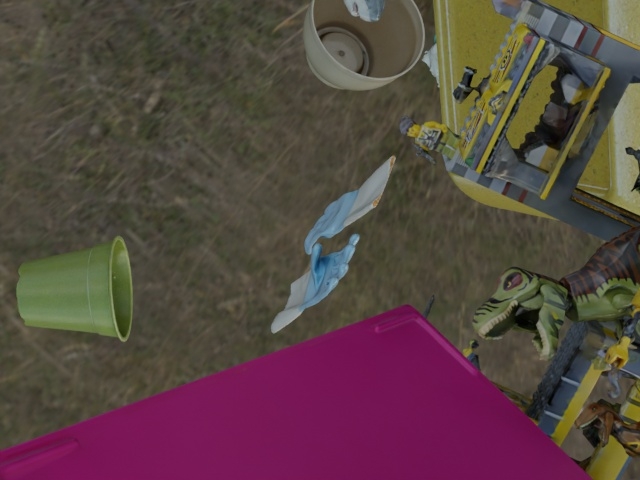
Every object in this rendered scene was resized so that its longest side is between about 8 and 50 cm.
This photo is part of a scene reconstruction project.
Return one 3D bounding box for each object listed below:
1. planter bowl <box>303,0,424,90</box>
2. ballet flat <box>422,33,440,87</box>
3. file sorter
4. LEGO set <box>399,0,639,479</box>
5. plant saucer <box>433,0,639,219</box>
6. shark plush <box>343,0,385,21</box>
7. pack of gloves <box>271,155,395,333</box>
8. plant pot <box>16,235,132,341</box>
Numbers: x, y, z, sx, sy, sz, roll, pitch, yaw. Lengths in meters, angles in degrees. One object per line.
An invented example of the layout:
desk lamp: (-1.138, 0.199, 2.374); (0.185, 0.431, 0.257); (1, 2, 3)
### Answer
planter bowl: (0.044, -0.267, 1.898); (0.162, 0.162, 0.109); (41, 151, -5)
ballet flat: (0.274, -0.175, 1.691); (0.147, 0.409, 0.147); (2, 93, 43)
file sorter: (-0.008, 0.177, 0.523); (0.202, 0.291, 0.182); (44, 115, 17)
LEGO set: (0.111, 0.025, 0.684); (0.192, 0.255, 0.331); (24, 114, -5)
plant saucer: (0.202, -0.164, 1.247); (0.081, 0.333, 0.332); (-14, 106, -30)
shark plush: (0.068, -0.304, 1.497); (0.067, 0.073, 0.161); (18, 68, 37)
pack of gloves: (0.000, 0.000, 1.856); (0.046, 0.195, 0.232); (29, 151, -14)
plant pot: (-0.194, 0.040, 1.112); (0.079, 0.083, 0.083); (-3, 106, 3)
